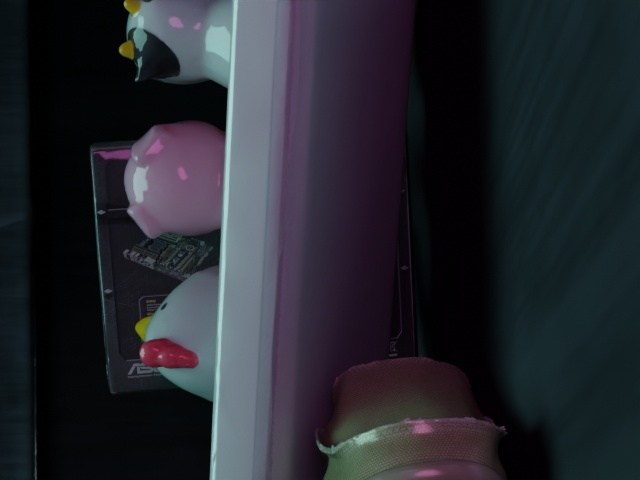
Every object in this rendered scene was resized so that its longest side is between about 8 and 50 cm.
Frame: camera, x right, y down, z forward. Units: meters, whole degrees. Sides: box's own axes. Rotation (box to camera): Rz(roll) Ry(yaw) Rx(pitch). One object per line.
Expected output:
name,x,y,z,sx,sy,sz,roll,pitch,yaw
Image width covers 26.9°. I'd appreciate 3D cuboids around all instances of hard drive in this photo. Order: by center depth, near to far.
hard drive,0.000,0.000,0.782,0.233,0.047,0.353,-30,-54,-69

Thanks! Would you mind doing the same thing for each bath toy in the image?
bath toy,-0.071,-0.057,0.882,0.129,0.151,0.348,-8,-76,-49

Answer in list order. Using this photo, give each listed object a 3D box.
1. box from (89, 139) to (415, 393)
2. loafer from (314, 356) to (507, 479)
box,-0.049,0.011,0.990,0.056,0.231,0.183,-134,39,-79
loafer,0.042,0.108,0.714,0.268,0.102,0.092,95,168,-80
